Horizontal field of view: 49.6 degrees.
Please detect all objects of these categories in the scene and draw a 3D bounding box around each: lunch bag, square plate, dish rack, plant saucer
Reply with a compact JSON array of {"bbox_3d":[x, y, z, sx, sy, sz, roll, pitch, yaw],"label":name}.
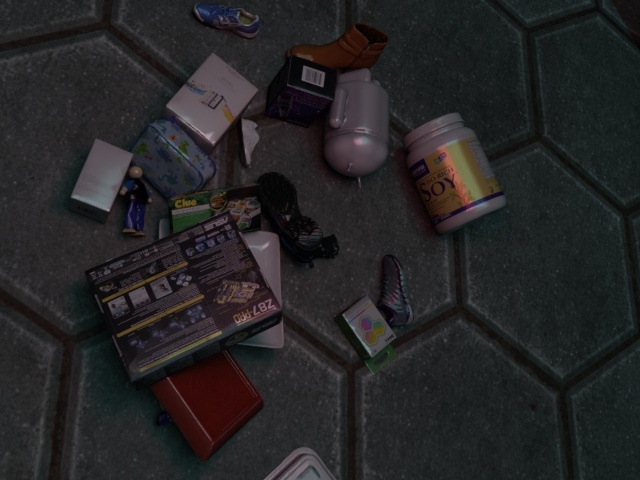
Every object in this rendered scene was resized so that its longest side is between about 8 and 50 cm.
[{"bbox_3d":[-0.402,-0.210,1.870,0.219,0.176,0.090,44,40,-4],"label":"lunch bag"},{"bbox_3d":[-0.272,0.120,1.868,0.343,0.049,0.348,8,61,-23],"label":"square plate"},{"bbox_3d":[-0.060,0.736,1.786,0.332,0.072,0.286,-37,92,-28],"label":"dish rack"},{"bbox_3d":[-0.277,0.378,1.759,0.259,0.047,0.258,56,39,0],"label":"plant saucer"}]

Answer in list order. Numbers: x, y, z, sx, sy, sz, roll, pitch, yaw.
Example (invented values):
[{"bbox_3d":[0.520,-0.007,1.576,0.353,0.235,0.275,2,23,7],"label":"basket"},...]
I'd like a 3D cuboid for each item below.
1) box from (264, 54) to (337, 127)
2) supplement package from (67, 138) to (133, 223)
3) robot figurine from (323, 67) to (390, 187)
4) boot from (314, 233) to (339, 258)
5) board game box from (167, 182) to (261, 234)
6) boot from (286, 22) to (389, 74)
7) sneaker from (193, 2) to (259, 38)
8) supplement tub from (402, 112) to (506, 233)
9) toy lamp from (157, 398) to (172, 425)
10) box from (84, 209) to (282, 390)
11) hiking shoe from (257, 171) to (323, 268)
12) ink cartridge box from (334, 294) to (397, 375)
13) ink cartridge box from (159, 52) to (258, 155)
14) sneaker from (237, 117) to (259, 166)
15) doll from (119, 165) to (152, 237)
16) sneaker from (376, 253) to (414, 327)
[{"bbox_3d":[-0.061,-0.442,2.075,0.153,0.207,0.108,13,69,-19],"label":"box"},{"bbox_3d":[-0.575,-0.154,1.810,0.105,0.105,0.180,22,67,-15],"label":"supplement package"},{"bbox_3d":[0.112,-0.346,2.127,0.300,0.199,0.354,31,57,-51],"label":"robot figurine"},{"bbox_3d":[0.000,0.000,2.057,0.099,0.045,0.121,-11,84,-26],"label":"boot"},{"bbox_3d":[-0.282,-0.072,1.870,0.259,0.030,0.136,-11,114,-31],"label":"board game box"},{"bbox_3d":[0.057,-0.600,2.169,0.283,0.220,0.109,11,70,-21],"label":"boot"},{"bbox_3d":[-0.284,-0.691,2.124,0.211,0.081,0.080,10,72,-20],"label":"sneaker"},{"bbox_3d":[0.418,-0.211,2.201,0.240,0.241,0.332,-21,83,-28],"label":"supplement tub"},{"bbox_3d":[-0.425,0.325,1.746,0.080,0.080,0.275,-16,82,-28],"label":"toy lamp"},{"bbox_3d":[-0.336,0.138,1.716,0.394,0.097,0.318,-25,66,-16],"label":"box"},{"bbox_3d":[-0.104,-0.063,1.995,0.113,0.132,0.304,-18,59,-23],"label":"hiking shoe"},{"bbox_3d":[0.146,0.278,2.025,0.109,0.062,0.209,-34,90,-30],"label":"ink cartridge box"},{"bbox_3d":[-0.323,-0.364,1.953,0.168,0.171,0.233,38,63,-9],"label":"ink cartridge box"},{"bbox_3d":[-0.209,-0.290,2.049,0.061,0.053,0.152,5,72,-26],"label":"sneaker"},{"bbox_3d":[-0.494,-0.109,1.843,0.129,0.046,0.189,29,58,-64],"label":"doll"},{"bbox_3d":[0.208,0.154,2.084,0.098,0.083,0.224,-11,80,-22],"label":"sneaker"}]
